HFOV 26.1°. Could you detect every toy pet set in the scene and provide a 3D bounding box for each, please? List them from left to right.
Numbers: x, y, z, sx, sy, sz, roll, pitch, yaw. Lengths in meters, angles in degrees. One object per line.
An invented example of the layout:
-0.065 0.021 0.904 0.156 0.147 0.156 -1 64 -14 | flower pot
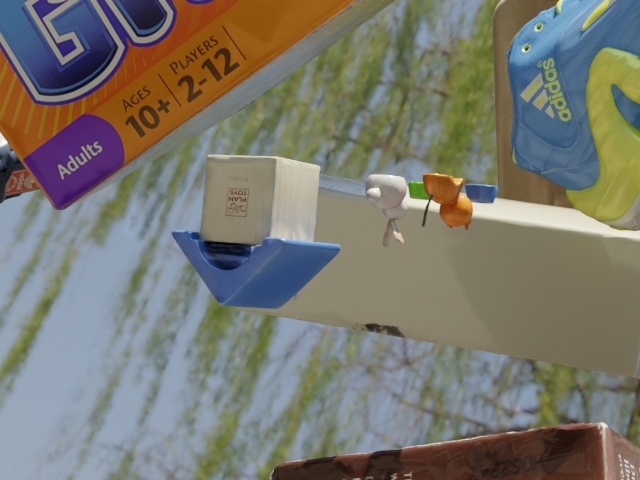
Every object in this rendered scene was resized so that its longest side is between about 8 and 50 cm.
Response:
0.000 0.000 0.625 0.122 0.065 0.114 3 -2 34 | toy pet set

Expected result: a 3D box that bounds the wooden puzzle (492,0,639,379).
0.269 -0.050 1.096 0.080 0.322 0.348 -7 8 -27 | wooden puzzle

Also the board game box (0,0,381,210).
-0.103 -0.299 1.081 0.356 0.356 0.356 -32 -85 24 | board game box

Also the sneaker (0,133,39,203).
-0.365 -0.075 1.461 0.148 0.350 0.131 27 -47 -6 | sneaker

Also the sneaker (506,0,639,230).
0.173 -0.132 0.797 0.126 0.240 0.091 22 10 27 | sneaker

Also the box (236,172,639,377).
0.088 0.017 0.942 0.275 0.113 0.094 10 -80 15 | box

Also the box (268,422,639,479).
0.094 0.197 0.648 0.167 0.168 0.203 -13 -27 27 | box
